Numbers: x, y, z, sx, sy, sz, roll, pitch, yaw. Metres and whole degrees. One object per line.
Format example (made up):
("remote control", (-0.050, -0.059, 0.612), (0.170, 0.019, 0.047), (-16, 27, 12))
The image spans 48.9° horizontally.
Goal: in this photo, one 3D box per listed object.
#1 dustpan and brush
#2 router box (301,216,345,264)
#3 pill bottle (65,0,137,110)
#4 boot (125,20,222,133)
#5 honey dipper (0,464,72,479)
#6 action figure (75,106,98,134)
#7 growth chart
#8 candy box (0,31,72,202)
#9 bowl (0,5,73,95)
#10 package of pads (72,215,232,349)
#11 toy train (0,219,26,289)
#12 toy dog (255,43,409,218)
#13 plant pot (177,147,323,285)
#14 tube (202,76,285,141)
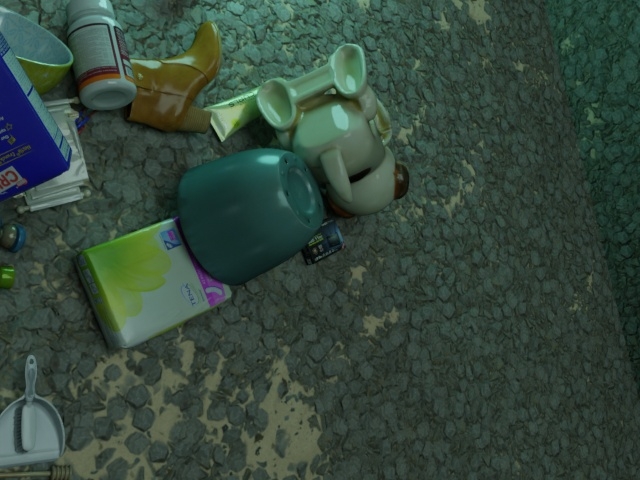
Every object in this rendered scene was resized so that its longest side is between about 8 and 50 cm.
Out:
("dustpan and brush", (-0.566, 0.328, 1.358), (0.147, 0.060, 0.211), (3, 80, -37))
("router box", (0.000, 0.000, 1.860), (0.122, 0.038, 0.092), (-27, 97, -37))
("pill bottle", (-0.476, -0.403, 1.515), (0.121, 0.121, 0.221), (-6, 75, -38))
("boot", (-0.347, -0.400, 1.633), (0.211, 0.104, 0.295), (11, 79, -36))
("honey dipper", (-0.565, 0.450, 1.358), (0.160, 0.030, 0.031), (11, 75, -32))
("action figure", (-0.527, -0.251, 1.517), (0.038, 0.030, 0.115), (45, 61, -25))
("growth chart", (-0.570, -0.180, 1.457), (0.171, 0.021, 0.238), (-8, 86, -23))
("candy box", (-0.618, -0.213, 1.183), (0.268, 0.122, 0.317), (-24, 118, -1))
("bowl", (-0.642, -0.343, 1.347), (0.289, 0.289, 0.156), (18, 114, -33))
("package of pads", (-0.359, 0.086, 1.535), (0.296, 0.101, 0.229), (-24, 95, -37))
("toy train", (-0.647, 0.069, 1.330), (0.143, 0.105, 0.248), (16, 71, -48))
("toy dog", (0.082, -0.224, 1.779), (0.408, 0.284, 0.396), (50, 12, -56))
("plant pot", (-0.136, -0.074, 1.580), (0.293, 0.235, 0.293), (43, 35, -41))
("tube", (-0.180, -0.338, 1.778), (0.240, 0.062, 0.070), (-34, 58, -30))
